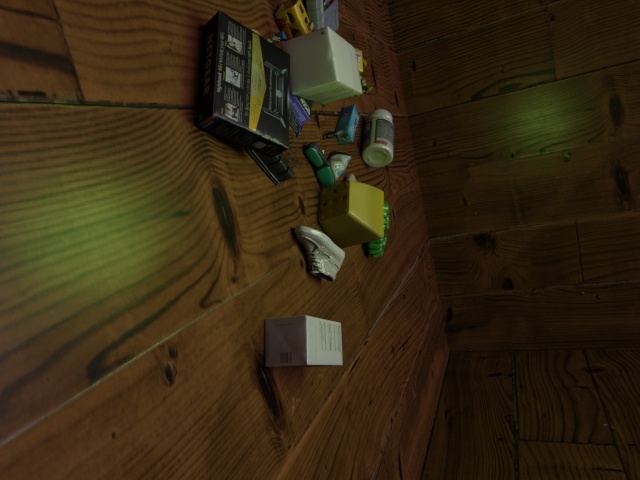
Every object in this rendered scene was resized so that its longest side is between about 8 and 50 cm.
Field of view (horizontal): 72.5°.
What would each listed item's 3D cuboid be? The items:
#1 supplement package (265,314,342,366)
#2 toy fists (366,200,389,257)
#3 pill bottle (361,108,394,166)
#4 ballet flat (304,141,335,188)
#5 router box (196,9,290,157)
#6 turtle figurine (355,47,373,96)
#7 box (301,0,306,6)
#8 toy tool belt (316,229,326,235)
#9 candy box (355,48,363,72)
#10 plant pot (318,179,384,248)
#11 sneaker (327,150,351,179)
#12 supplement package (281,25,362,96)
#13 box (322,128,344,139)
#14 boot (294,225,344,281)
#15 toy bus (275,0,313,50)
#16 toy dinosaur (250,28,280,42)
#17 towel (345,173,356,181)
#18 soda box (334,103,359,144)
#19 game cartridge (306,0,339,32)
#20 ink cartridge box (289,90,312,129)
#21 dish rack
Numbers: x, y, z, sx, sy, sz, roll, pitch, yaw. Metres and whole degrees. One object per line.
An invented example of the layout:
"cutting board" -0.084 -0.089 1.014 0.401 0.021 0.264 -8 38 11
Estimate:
"supplement package" -0.042 0.305 1.292 0.244 0.139 0.134 29 55 -59
"toy fists" 0.275 -0.052 2.060 0.142 0.096 0.279 -54 153 -62
"pill bottle" 0.305 -0.538 2.280 0.161 0.161 0.283 52 38 -48
"ballet flat" 0.004 -0.292 1.666 0.203 0.074 0.074 58 34 -36
"router box" -0.196 -0.408 1.167 0.242 0.081 0.309 16 67 -43
"turtle figurine" 0.156 -0.816 2.131 0.269 0.087 0.217 -34 99 -49
"box" -0.072 -1.072 1.775 0.114 0.036 0.207 -5 87 -66
"toy tool belt" 0.000 0.000 1.601 0.051 0.052 0.083 -53 140 -4
"candy box" 0.115 -0.854 2.023 0.205 0.027 0.105 0 86 -39
"plant pot" 0.107 -0.115 1.689 0.187 0.212 0.212 30 55 -46
"sneaker" 0.073 -0.318 1.824 0.237 0.085 0.086 -56 159 -60
"supplement package" 0.014 -0.606 1.546 0.293 0.175 0.178 -23 104 -67
"box" 0.054 -0.444 1.819 0.083 0.067 0.018 -46 124 -59
"boot" -0.009 0.054 1.503 0.258 0.095 0.123 35 66 -43
"toy bus" -0.078 -0.770 1.588 0.202 0.104 0.191 -13 95 -65
"toy dinosaur" -0.208 -0.591 1.317 0.183 0.053 0.093 -11 100 -37
"towel" 0.157 -0.143 1.974 0.187 0.049 0.282 -69 144 -50
"soda box" 0.124 -0.534 2.000 0.071 0.067 0.210 60 33 -39
"game cartridge" 0.017 -0.980 1.848 0.355 0.068 0.230 -68 163 -47
"ink cartridge box" -0.092 -0.526 1.556 0.206 0.045 0.208 45 44 -54
"dish rack" -0.137 -0.339 1.375 0.208 0.074 0.272 51 37 -51
